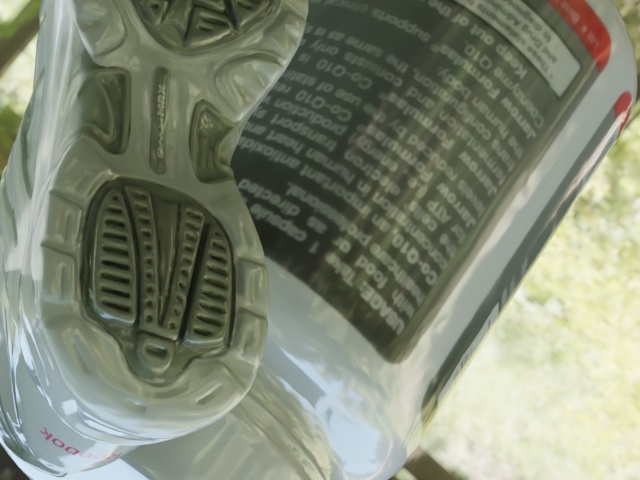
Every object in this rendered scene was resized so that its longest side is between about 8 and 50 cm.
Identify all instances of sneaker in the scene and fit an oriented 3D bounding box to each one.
[{"bbox_3d":[-0.072,-0.030,0.512,0.090,0.115,0.232,26,-128,-24],"label":"sneaker"}]

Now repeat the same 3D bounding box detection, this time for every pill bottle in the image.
[{"bbox_3d":[0.000,0.000,0.649,0.161,0.283,0.161,29,154,16],"label":"pill bottle"}]
